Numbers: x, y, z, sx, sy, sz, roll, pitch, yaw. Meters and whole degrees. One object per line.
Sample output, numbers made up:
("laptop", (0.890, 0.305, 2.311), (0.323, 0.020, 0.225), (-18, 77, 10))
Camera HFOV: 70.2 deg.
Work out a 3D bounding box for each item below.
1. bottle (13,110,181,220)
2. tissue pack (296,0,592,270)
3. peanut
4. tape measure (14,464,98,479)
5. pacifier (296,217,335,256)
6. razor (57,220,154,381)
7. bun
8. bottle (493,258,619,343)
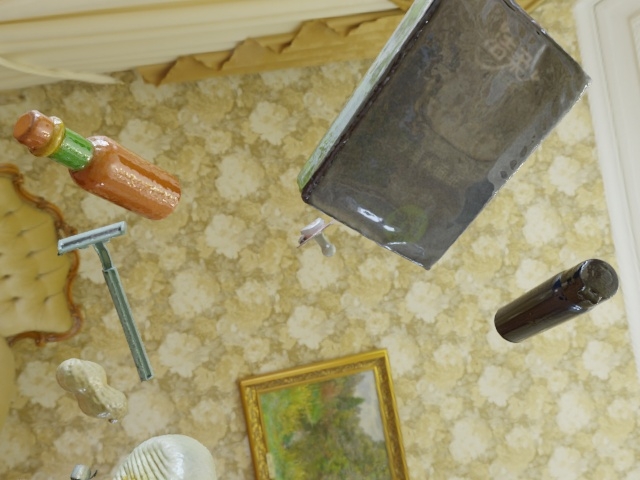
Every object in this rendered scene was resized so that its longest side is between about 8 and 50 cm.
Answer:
("bottle", (-0.242, -0.082, 0.510), (0.187, 0.069, 0.069), (37, 35, -60))
("tissue pack", (0.182, -0.173, 0.727), (0.394, 0.288, 0.124), (-53, -155, 18))
("peanut", (-0.481, 0.321, 0.968), (0.187, 0.082, 0.082), (62, -2, -21))
("tape measure", (-0.260, 0.310, 0.462), (0.178, 0.196, 0.105), (53, 37, -25))
("pacifier", (0.000, 0.000, 0.900), (0.078, 0.099, 0.081), (52, -24, 0))
("razor", (-0.260, 0.086, 0.594), (0.036, 0.084, 0.211), (-136, -150, -76))
("bun", (-0.265, 0.455, 0.761), (0.153, 0.243, 0.244), (47, 12, -34))
("bottle", (0.380, 0.103, 0.751), (0.072, 0.082, 0.244), (39, -26, 10))
